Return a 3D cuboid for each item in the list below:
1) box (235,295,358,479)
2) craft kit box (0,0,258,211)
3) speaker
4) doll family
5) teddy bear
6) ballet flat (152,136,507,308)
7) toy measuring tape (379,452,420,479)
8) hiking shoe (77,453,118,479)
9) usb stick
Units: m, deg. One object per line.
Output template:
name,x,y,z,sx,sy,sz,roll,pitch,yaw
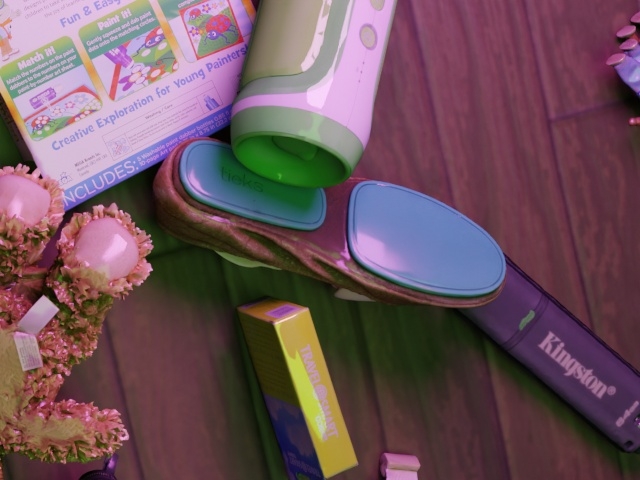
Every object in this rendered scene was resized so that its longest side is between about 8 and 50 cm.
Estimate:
box,-0.021,0.145,1.765,0.042,0.109,0.178,-21,103,-19
craft kit box,-0.186,-0.189,1.698,0.250,0.061,0.246,-28,107,-16
speaker,0.005,-0.201,1.687,0.131,0.131,0.296,22,67,-21
doll family,0.365,-0.185,1.899,0.193,0.076,0.111,-41,112,-7
teddy bear,-0.281,0.101,1.654,0.245,0.113,0.338,10,93,-8
ballet flat,0.000,0.000,1.752,0.342,0.124,0.116,15,60,-18
toy measuring tape,0.057,0.378,1.839,0.121,0.121,0.330,9,68,-21
hiking shoe,-0.237,0.298,1.710,0.086,0.114,0.227,33,112,-12
usb stick,0.242,0.113,1.894,0.278,0.045,0.077,40,81,-20
